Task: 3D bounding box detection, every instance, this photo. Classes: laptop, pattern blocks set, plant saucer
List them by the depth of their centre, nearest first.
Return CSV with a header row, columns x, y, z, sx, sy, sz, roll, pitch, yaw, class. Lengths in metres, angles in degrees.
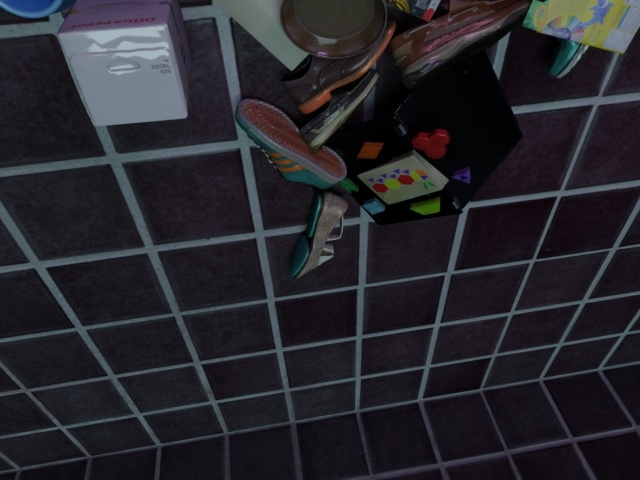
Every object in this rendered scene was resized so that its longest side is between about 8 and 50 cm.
x,y,z,sx,sy,sz,roll,pitch,yaw,class
0.024,-0.424,0.893,0.199,0.036,0.198,2,159,1,plant saucer
0.202,-0.152,1.170,0.325,0.026,0.285,-8,144,37,pattern blocks set
0.252,-0.257,1.233,0.408,0.236,0.382,-9,143,38,laptop

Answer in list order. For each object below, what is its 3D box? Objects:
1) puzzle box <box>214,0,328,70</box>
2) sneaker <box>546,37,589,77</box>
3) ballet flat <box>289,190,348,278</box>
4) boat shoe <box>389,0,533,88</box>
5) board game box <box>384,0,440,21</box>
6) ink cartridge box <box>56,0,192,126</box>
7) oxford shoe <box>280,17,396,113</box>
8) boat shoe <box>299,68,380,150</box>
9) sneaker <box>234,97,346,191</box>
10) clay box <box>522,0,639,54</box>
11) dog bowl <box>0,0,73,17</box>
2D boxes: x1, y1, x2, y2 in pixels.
x,y,z,sx,sy,sz,roll,pitch,yaw,class
-0.010,-0.546,0.868,0.409,0.052,0.272,-38,129,23,puzzle box
0.535,-0.493,1.027,0.110,0.107,0.275,4,127,3,sneaker
0.000,0.000,1.364,0.106,0.107,0.316,8,132,-19,ballet flat
0.288,-0.440,0.980,0.324,0.120,0.122,-31,179,-9,boat shoe
0.178,-0.563,0.819,0.193,0.053,0.305,10,131,-21,board game box
-0.336,-0.342,0.865,0.171,0.232,0.168,-8,135,-5,ink cartridge box
0.035,-0.385,1.009,0.271,0.097,0.098,-36,124,21,oxford shoe
0.041,-0.306,1.081,0.073,0.080,0.223,41,99,-7,boat shoe
-0.087,-0.209,1.139,0.302,0.108,0.121,33,140,-23,sneaker
0.525,-0.464,0.947,0.222,0.053,0.127,13,126,-4,clay box
-0.465,-0.504,0.792,0.166,0.074,0.297,30,121,-34,dog bowl
